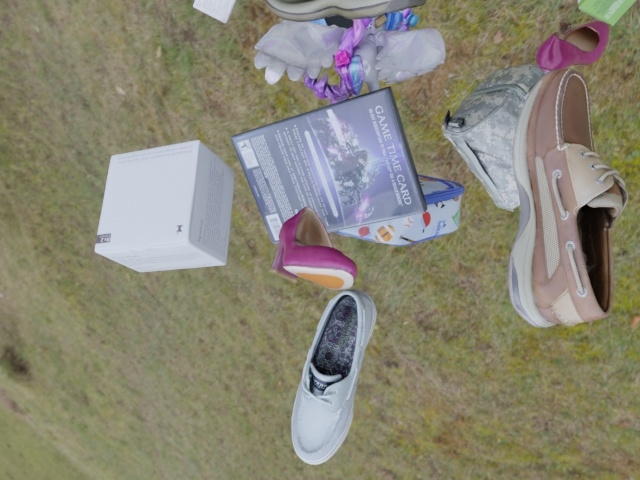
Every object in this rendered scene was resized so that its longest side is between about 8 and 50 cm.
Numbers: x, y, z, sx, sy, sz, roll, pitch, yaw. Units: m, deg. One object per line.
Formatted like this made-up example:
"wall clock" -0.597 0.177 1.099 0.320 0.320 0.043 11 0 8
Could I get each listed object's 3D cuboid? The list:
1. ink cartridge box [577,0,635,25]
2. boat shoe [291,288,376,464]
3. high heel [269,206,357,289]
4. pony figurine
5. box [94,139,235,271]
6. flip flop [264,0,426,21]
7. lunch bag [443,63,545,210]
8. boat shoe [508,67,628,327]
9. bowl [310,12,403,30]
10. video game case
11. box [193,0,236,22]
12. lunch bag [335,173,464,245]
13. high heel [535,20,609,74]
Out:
"ink cartridge box" 0.675 -0.646 1.306 0.097 0.255 0.188 23 141 -9
"boat shoe" 0.008 0.167 0.721 0.079 0.081 0.227 15 83 22
"high heel" 0.000 0.000 0.774 0.082 0.117 0.244 25 170 -14
"pony figurine" 0.070 -0.329 1.041 0.303 0.350 0.363 9 143 9
"box" -0.255 -0.052 0.965 0.181 0.181 0.119 -5 159 20
"flip flop" 0.023 -0.334 0.744 0.277 0.112 0.080 30 143 50
"lunch bag" 0.477 -0.259 1.472 0.305 0.256 0.213 49 164 -25
"boat shoe" 0.313 -0.054 0.703 0.117 0.123 0.323 -4 81 53
"bowl" 0.103 -0.728 1.689 0.077 0.391 0.390 8 125 48
"video game case" 0.009 -0.108 0.908 0.275 0.026 0.195 -12 109 25
"box" -0.117 -0.517 0.930 0.067 0.063 0.324 22 125 -15
"lunch bag" 0.122 -0.087 1.168 0.303 0.243 0.114 25 122 47
"high heel" 0.779 -0.607 1.728 0.127 0.377 0.181 37 155 22
